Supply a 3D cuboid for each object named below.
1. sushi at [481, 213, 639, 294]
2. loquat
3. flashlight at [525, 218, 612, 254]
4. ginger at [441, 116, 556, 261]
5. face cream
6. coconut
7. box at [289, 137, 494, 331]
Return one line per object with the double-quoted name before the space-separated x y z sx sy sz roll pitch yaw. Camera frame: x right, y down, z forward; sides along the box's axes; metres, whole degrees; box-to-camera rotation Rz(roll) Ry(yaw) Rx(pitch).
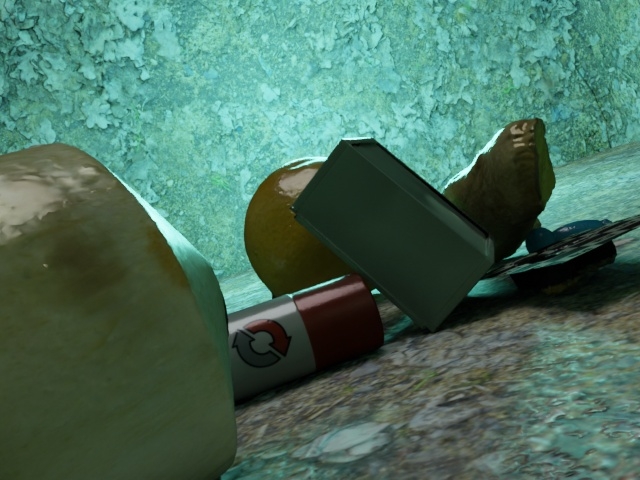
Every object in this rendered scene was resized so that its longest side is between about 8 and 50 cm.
"sushi" 0.296 0.026 0.867 0.192 0.043 0.279 -22 -3 -15
"loquat" 0.000 0.000 1.265 0.274 0.275 0.275 -18 3 1
"flashlight" 0.357 -0.004 1.062 0.129 0.051 0.051 -14 3 -1
"ginger" 0.259 -0.063 1.085 0.189 0.126 0.354 8 -25 -3
"face cream" -0.043 0.112 0.842 0.214 0.096 0.096 -18 3 -12
"coconut" -0.206 0.089 0.528 0.322 0.323 0.323 -18 3 1
"box" 0.098 -0.017 0.953 0.117 0.225 0.225 -51 -5 14
